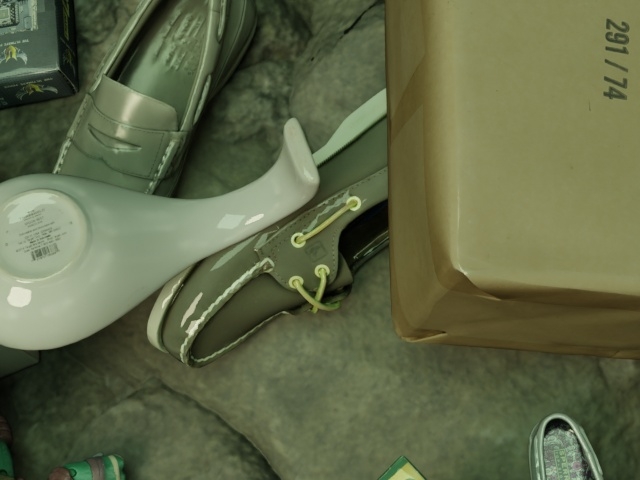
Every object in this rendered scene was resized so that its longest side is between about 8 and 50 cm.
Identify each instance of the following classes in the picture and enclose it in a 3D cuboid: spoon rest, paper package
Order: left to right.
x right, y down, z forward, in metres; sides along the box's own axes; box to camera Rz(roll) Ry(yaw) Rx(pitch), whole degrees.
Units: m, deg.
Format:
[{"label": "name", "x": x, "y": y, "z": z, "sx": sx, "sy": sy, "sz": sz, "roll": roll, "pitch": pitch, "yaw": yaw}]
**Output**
[{"label": "spoon rest", "x": -0.135, "y": -0.007, "z": 1.052, "sx": 0.276, "sy": 0.084, "sz": 0.137, "roll": -18, "pitch": 68, "yaw": -4}, {"label": "paper package", "x": 0.208, "y": -0.090, "z": 1.054, "sx": 0.309, "sy": 0.168, "sz": 0.325, "roll": 4, "pitch": 70, "yaw": -10}]

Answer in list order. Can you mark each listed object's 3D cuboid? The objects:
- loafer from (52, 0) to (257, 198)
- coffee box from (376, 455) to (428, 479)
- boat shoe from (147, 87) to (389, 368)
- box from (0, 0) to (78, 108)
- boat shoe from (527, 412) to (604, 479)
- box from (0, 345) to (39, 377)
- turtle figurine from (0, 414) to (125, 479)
[{"label": "loafer", "x": -0.156, "y": -0.097, "z": 1.195, "sx": 0.112, "sy": 0.111, "sz": 0.319, "roll": 21, "pitch": 77, "yaw": 16}, {"label": "coffee box", "x": 0.090, "y": 0.217, "z": 1.009, "sx": 0.040, "sy": 0.184, "sz": 0.113, "roll": -41, "pitch": 70, "yaw": -6}, {"label": "boat shoe", "x": -0.001, "y": -0.002, "z": 1.138, "sx": 0.305, "sy": 0.109, "sz": 0.091, "roll": -41, "pitch": 65, "yaw": -9}, {"label": "box", "x": -0.338, "y": -0.202, "z": 1.291, "sx": 0.232, "sy": 0.059, "sz": 0.183, "roll": -10, "pitch": 70, "yaw": 6}, {"label": "boat shoe", "x": 0.192, "y": 0.214, "z": 1.056, "sx": 0.066, "sy": 0.063, "sz": 0.184, "roll": -8, "pitch": 71, "yaw": 8}, {"label": "box", "x": -0.326, "y": 0.019, "z": 1.151, "sx": 0.119, "sy": 0.181, "sz": 0.182, "roll": -22, "pitch": 70, "yaw": 2}, {"label": "turtle figurine", "x": -0.229, "y": 0.215, "z": 1.108, "sx": 0.175, "sy": 0.118, "sz": 0.234, "roll": -42, "pitch": 66, "yaw": -5}]
